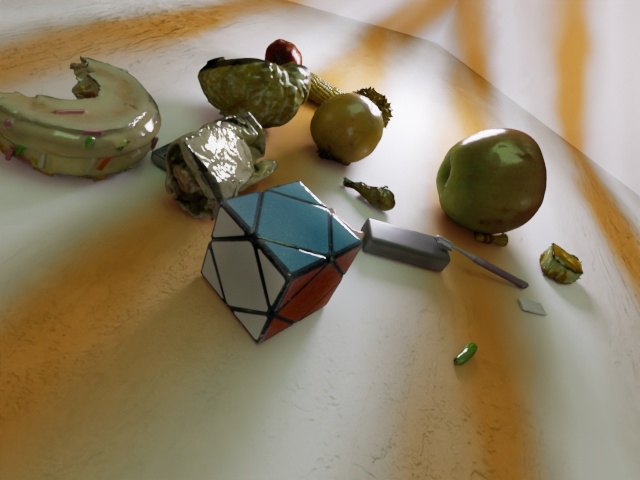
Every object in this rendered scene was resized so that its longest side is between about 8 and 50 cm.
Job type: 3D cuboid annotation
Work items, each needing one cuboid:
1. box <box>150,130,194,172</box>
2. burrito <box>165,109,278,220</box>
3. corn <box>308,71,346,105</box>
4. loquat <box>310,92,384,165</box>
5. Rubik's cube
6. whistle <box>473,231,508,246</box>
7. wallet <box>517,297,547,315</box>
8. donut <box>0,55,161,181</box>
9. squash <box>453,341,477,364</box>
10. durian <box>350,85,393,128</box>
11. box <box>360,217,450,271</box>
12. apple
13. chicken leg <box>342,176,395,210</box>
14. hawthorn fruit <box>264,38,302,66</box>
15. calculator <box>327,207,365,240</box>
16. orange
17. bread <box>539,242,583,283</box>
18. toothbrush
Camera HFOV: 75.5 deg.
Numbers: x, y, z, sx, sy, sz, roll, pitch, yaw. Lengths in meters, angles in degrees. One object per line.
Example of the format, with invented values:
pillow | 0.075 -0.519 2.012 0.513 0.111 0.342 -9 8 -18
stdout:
box | -0.341 -0.224 1.091 0.115 0.036 0.177 32 39 4
burrito | -0.238 -0.193 1.022 0.190 0.135 0.332 59 31 -16
corn | 0.031 -0.573 1.652 0.293 0.106 0.106 32 39 2
loquat | 0.082 -0.357 1.343 0.244 0.244 0.244 16 40 -13
Rubik's cube | -0.081 0.035 0.811 0.205 0.207 0.205 -24 60 -43
whistle | 0.554 -0.014 1.355 0.109 0.046 0.057 8 56 -13
wallet | 0.603 0.189 1.177 0.083 0.011 0.044 14 40 -14
donut | -0.535 -0.274 0.948 0.307 0.150 0.371 26 39 -1
squash | 0.331 0.257 0.938 0.089 0.027 0.027 -24 60 -42
durian | 0.137 -0.449 1.494 0.250 0.183 0.138 -5 22 36
box | 0.231 0.012 1.132 0.244 0.055 0.103 15 39 -15
apple | 0.527 -0.185 1.325 0.305 0.338 0.338 -3 44 -5
chicken leg | 0.150 -0.150 1.270 0.178 0.070 0.093 23 32 11
hawthorn fruit | -0.149 -0.748 1.696 0.157 0.157 0.194 17 42 -12
calculator | 0.000 0.000 1.037 0.157 0.033 0.236 42 43 17
orange | -0.184 -0.458 1.289 0.271 0.210 0.369 8 17 44
bread | 0.793 0.082 1.359 0.128 0.069 0.140 33 35 7
toothbrush | 0.462 0.069 1.173 0.354 0.024 0.029 25 43 -19
